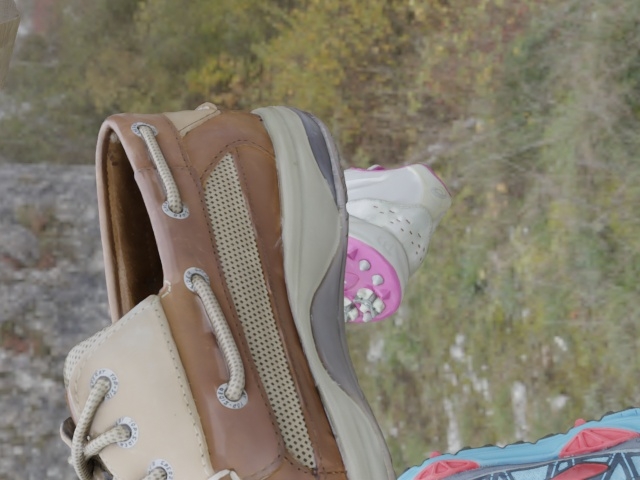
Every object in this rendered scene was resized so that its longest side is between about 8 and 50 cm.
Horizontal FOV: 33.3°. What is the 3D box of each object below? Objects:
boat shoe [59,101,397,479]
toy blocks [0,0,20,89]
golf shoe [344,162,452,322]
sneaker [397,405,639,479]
[{"bbox_3d":[-0.049,0.074,0.432,0.123,0.116,0.324,120,150,-44],"label":"boat shoe"},{"bbox_3d":[-0.384,-0.246,0.937,0.381,0.191,0.261,62,153,4],"label":"toy blocks"},{"bbox_3d":[0.000,0.000,0.969,0.306,0.140,0.115,0,132,54],"label":"golf shoe"},{"bbox_3d":[0.138,0.188,0.681,0.125,0.262,0.104,-89,-26,-70],"label":"sneaker"}]
